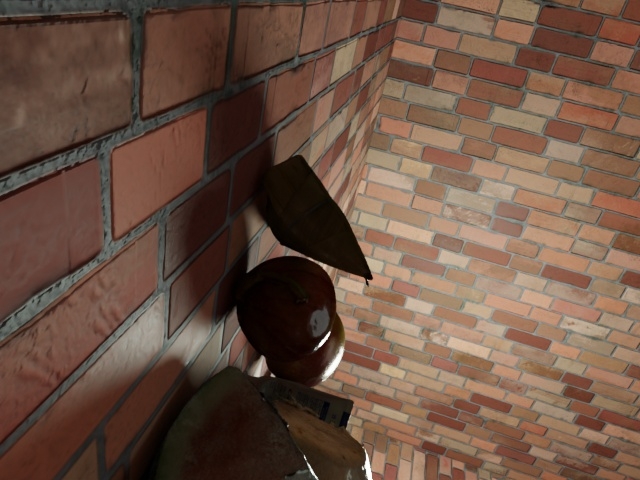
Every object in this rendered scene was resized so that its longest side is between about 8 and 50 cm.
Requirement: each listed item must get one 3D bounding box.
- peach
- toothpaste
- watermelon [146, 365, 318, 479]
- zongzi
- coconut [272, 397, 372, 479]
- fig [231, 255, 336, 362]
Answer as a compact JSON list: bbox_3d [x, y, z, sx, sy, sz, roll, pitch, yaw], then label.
[{"bbox_3d":[-0.044,0.274,1.296,0.231,0.230,0.231,16,90,-83],"label":"peach"},{"bbox_3d":[-0.061,0.372,1.123,0.061,0.265,0.096,47,61,-79],"label":"toothpaste"},{"bbox_3d":[-0.114,0.362,0.715,0.387,0.258,0.229,-69,176,-63],"label":"watermelon"},{"bbox_3d":[0.000,0.000,0.865,0.115,0.256,0.228,-38,166,-15],"label":"zongzi"},{"bbox_3d":[-0.083,0.524,0.955,0.361,0.346,0.346,-65,173,-1],"label":"coconut"},{"bbox_3d":[-0.067,0.113,0.870,0.205,0.205,0.206,16,90,-83],"label":"fig"}]
